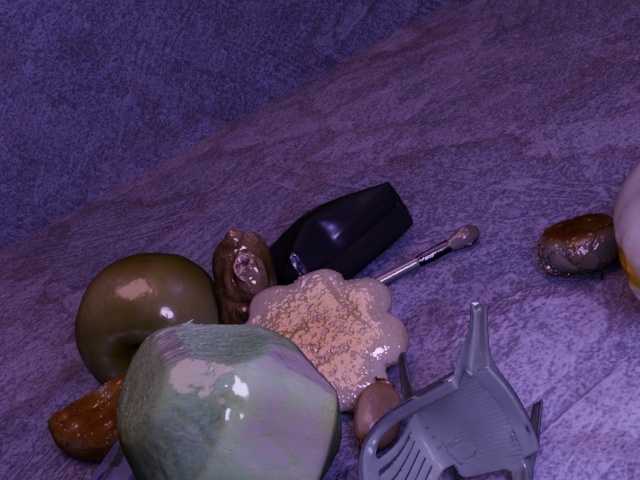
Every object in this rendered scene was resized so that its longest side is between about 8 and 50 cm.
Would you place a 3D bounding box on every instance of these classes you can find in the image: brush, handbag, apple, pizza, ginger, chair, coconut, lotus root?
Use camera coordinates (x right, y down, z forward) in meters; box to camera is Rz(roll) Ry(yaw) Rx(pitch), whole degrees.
[{"bbox_3d":[0.180,0.050,1.779,0.299,0.042,0.039,-29,8,-5],"label":"brush"},{"bbox_3d":[0.000,0.000,1.933,0.342,0.152,0.288,-36,14,-31],"label":"handbag"},{"bbox_3d":[-0.342,0.141,1.804,0.295,0.233,0.258,-15,29,17],"label":"apple"},{"bbox_3d":[-0.378,0.318,1.660,0.292,0.058,0.197,-8,37,32],"label":"pizza"},{"bbox_3d":[-0.137,0.107,1.745,0.123,0.219,0.270,-10,63,-8],"label":"ginger"},{"bbox_3d":[0.166,0.243,1.152,0.190,0.203,0.275,-28,12,19],"label":"chair"},{"bbox_3d":[-0.113,0.257,1.268,0.328,0.328,0.281,-2,65,42],"label":"coconut"},{"bbox_3d":[0.087,0.255,1.349,0.073,0.062,0.150,20,37,1],"label":"lotus root"}]

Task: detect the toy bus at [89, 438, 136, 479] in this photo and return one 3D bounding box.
[{"bbox_3d":[-0.271,0.376,1.332,0.109,0.136,0.330,-10,27,24],"label":"toy bus"}]

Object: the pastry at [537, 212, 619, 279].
[{"bbox_3d":[0.444,0.005,1.556,0.153,0.081,0.153,-24,22,10],"label":"pastry"}]

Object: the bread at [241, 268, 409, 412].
[{"bbox_3d":[-0.010,0.171,1.502,0.315,0.054,0.316,-10,50,12],"label":"bread"}]

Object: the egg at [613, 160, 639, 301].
[{"bbox_3d":[0.574,-0.035,1.264,0.345,0.283,0.283,-32,23,-31],"label":"egg"}]
